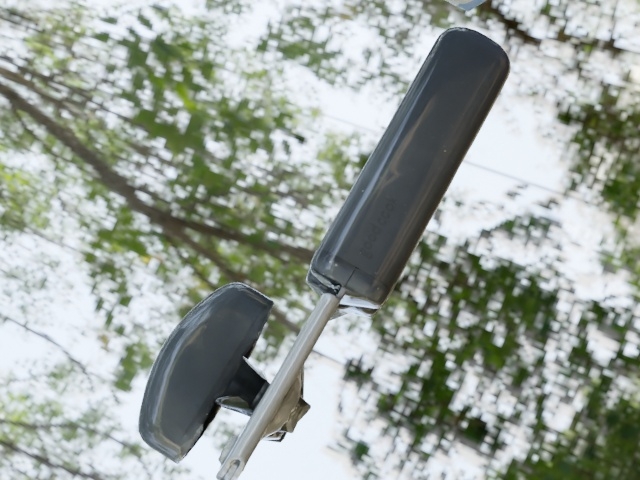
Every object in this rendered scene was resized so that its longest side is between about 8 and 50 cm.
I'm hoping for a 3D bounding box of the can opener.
[{"bbox_3d":[0.000,0.000,0.666,0.283,0.095,0.076,-61,-1,-12],"label":"can opener"}]

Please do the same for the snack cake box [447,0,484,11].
[{"bbox_3d":[0.177,-0.325,0.979,0.264,0.152,0.089,-31,-17,25],"label":"snack cake box"}]
